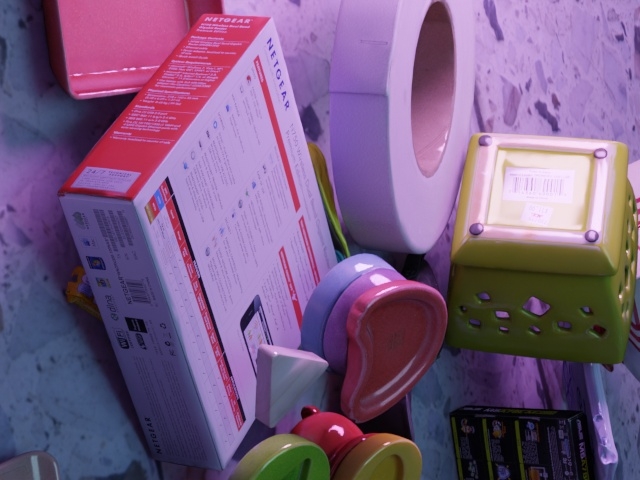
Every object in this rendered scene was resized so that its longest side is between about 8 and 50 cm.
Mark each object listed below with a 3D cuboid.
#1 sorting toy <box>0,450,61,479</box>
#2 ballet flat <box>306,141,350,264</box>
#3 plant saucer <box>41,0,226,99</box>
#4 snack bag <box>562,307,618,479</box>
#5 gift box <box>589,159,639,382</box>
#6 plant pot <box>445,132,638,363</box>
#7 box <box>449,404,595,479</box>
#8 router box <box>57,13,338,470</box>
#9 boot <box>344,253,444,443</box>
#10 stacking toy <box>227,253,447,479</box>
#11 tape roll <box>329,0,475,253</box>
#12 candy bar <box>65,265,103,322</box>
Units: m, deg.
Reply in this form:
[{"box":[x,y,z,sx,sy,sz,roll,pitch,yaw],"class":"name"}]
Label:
[{"box":[-0.295,0.297,1.514,0.208,0.038,0.193,-18,102,-52],"class":"sorting toy"},{"box":[0.000,0.000,1.960,0.077,0.077,0.231,-35,115,-65],"class":"ballet flat"},{"box":[-0.190,-0.270,1.713,0.259,0.047,0.259,-15,99,-56],"class":"plant saucer"},{"box":[0.353,0.223,2.317,0.342,0.037,0.323,79,5,-54],"class":"snack bag"},{"box":[0.464,0.037,2.468,0.258,0.276,0.255,-25,123,-8],"class":"gift box"},{"box":[0.269,-0.004,2.157,0.207,0.228,0.227,78,20,-53],"class":"plant pot"},{"box":[0.256,0.304,2.217,0.045,0.184,0.191,-17,100,-46],"class":"box"},{"box":[-0.104,0.001,1.731,0.301,0.082,0.335,-57,143,-43],"class":"router box"},{"box":[0.099,0.157,2.077,0.229,0.091,0.263,-29,120,-66],"class":"boot"},{"box":[-0.017,0.166,1.815,0.279,0.130,0.309,-12,122,-43],"class":"stacking toy"},{"box":[0.099,-0.177,2.031,0.392,0.072,0.392,6,90,-72],"class":"tape roll"},{"box":[-0.190,0.073,1.706,0.161,0.018,0.040,41,55,-47],"class":"candy bar"}]
